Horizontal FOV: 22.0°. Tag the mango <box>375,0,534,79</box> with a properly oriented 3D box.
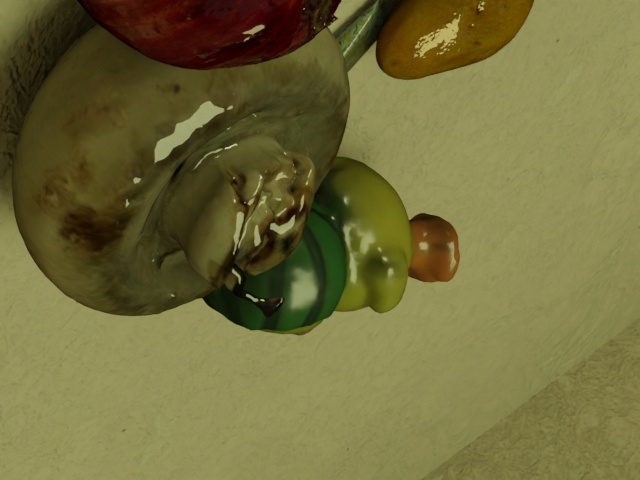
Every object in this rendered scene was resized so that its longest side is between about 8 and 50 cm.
[{"bbox_3d":[0.155,-0.255,1.902,0.227,0.109,0.147,-37,158,-19],"label":"mango"}]

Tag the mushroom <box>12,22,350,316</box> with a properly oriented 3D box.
[{"bbox_3d":[-0.110,-0.068,1.576,0.362,0.294,0.362,-34,153,-20],"label":"mushroom"}]

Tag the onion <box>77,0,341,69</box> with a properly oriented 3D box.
[{"bbox_3d":[-0.086,-0.270,1.330,0.276,0.276,0.276,-34,154,-20],"label":"onion"}]

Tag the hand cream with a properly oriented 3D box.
[{"bbox_3d":[0.011,-0.195,1.866,0.194,0.042,0.067,-45,154,-8],"label":"hand cream"}]

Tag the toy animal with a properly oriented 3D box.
[{"bbox_3d":[-0.001,-0.002,1.986,0.338,0.216,0.191,-15,116,-41],"label":"toy animal"}]
